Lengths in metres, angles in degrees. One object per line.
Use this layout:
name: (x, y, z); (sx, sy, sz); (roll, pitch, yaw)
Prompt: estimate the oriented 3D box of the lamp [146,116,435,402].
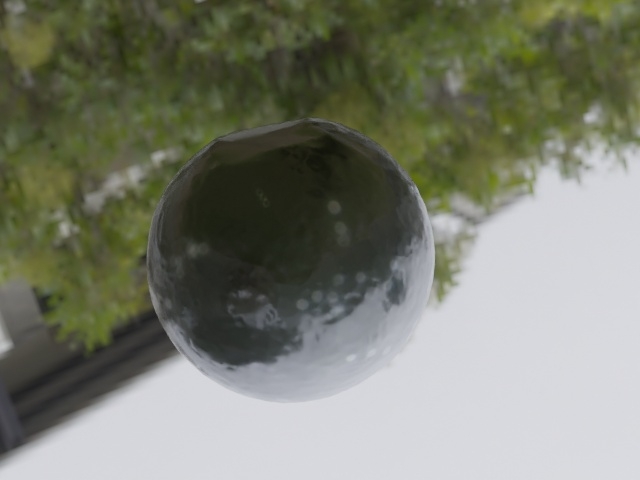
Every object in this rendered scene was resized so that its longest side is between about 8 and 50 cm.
lamp: (0.013, -0.005, 1.298); (0.182, 0.182, 0.314); (2, -164, 29)
